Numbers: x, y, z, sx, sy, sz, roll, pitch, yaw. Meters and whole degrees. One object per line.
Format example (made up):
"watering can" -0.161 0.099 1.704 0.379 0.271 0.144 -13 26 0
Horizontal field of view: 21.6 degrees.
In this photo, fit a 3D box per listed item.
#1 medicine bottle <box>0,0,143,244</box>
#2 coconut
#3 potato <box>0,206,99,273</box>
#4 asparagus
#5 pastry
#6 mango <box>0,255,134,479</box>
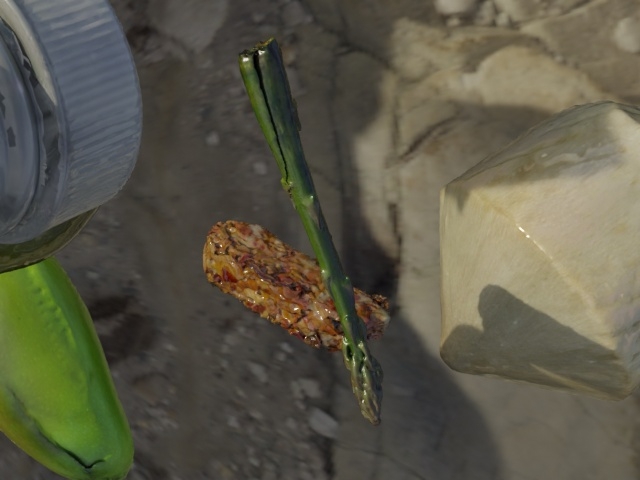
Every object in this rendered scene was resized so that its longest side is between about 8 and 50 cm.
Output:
"medicine bottle" -0.150 -0.030 0.521 0.168 0.105 0.105 -27 98 -40
"coconut" 0.248 0.022 1.657 0.329 0.329 0.329 0 91 -15
"potato" -0.177 -0.058 0.929 0.117 0.202 0.182 18 66 19
"asparagus" 0.000 0.000 0.908 0.023 0.022 0.233 -43 123 -45
"pastry" -0.022 0.045 1.365 0.169 0.087 0.063 32 119 20
"mango" -0.223 0.093 1.300 0.111 0.125 0.233 -31 98 -12
